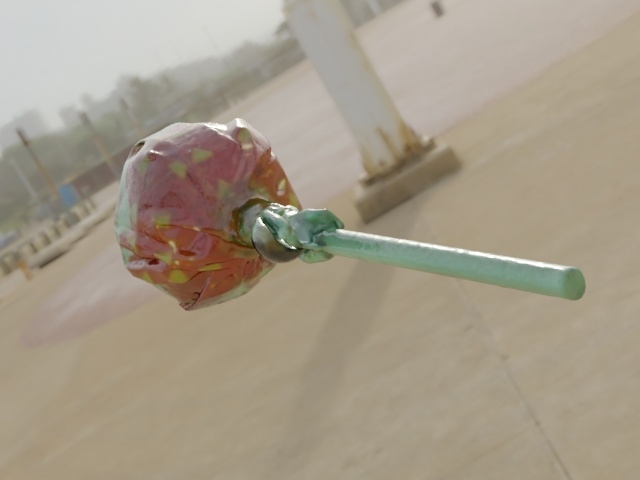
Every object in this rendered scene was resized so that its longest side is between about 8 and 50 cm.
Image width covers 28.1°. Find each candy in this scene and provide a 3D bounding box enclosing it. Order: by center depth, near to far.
[{"bbox_3d":[0.000,0.002,0.477,0.078,0.084,0.288,-23,18,-26],"label":"candy"}]
